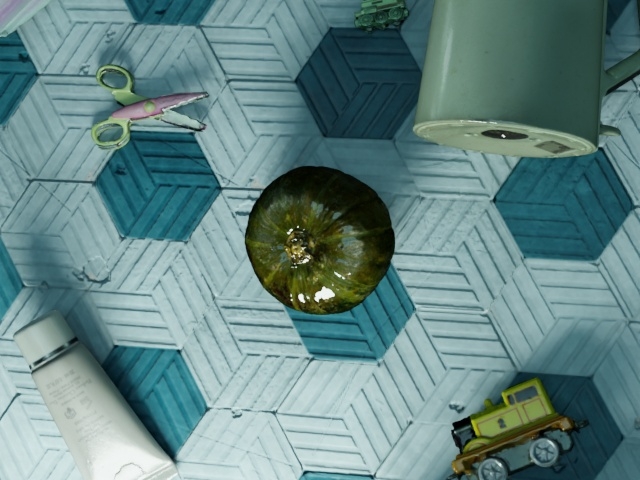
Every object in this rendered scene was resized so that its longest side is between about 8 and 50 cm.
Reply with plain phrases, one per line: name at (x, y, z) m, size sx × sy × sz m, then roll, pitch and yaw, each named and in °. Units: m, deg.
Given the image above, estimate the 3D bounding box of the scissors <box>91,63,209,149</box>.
scissors at (-0.262, -0.202, 1.938) m, size 0.187 × 0.020 × 0.134 m, roll 4°, pitch 91°, yaw 12°

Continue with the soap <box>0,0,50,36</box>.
soap at (-0.439, -0.444, 1.894) m, size 0.324 × 0.193 × 0.109 m, roll -43°, pitch 79°, yaw 6°

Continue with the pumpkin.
pumpkin at (0.000, 0.000, 1.815) m, size 0.223 × 0.157 × 0.224 m, roll 4°, pitch 100°, yaw 21°

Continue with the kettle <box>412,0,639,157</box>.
kettle at (0.325, -0.312, 1.753) m, size 0.361 × 0.250 × 0.377 m, roll 7°, pitch 86°, yaw -10°

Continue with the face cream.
face cream at (-0.352, 0.255, 1.902) m, size 0.143 × 0.089 × 0.314 m, roll -31°, pitch 90°, yaw 6°

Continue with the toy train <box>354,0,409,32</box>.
toy train at (0.089, -0.343, 1.879) m, size 0.083 × 0.033 × 0.053 m, roll -10°, pitch 80°, yaw 9°

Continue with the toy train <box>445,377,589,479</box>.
toy train at (0.270, 0.277, 1.791) m, size 0.219 × 0.089 × 0.127 m, roll -24°, pitch 73°, yaw 8°
